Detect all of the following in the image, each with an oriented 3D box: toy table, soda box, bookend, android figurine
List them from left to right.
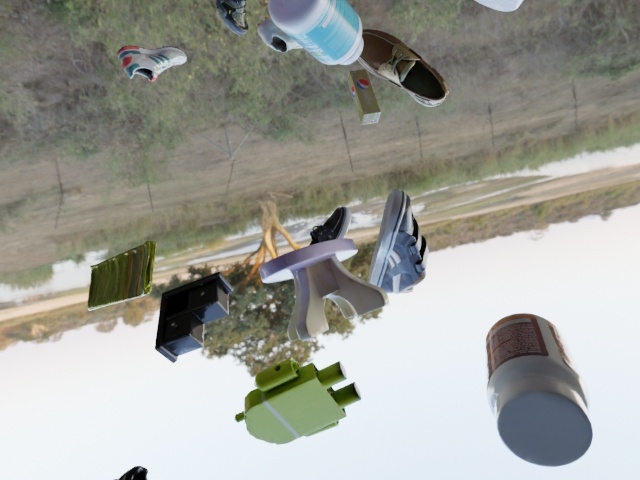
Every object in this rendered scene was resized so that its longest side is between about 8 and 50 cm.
[{"bbox_3d":[-0.285,0.175,0.971,0.156,0.157,0.072,-20,135,8],"label":"bookend"},{"bbox_3d":[-0.054,0.360,0.928,0.272,0.248,0.056,-27,-147,8],"label":"android figurine"},{"bbox_3d":[0.003,0.103,0.889,0.274,0.161,0.252,-13,167,-48],"label":"toy table"},{"bbox_3d":[0.146,-0.482,1.418,0.061,0.181,0.058,-11,160,-8],"label":"soda box"}]

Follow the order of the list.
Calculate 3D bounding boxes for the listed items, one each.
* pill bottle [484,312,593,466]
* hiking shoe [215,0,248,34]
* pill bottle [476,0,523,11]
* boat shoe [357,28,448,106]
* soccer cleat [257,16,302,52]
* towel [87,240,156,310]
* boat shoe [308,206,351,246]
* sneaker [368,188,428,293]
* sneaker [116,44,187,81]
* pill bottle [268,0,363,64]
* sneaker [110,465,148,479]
[{"bbox_3d":[0.541,0.360,1.078,0.224,0.224,0.392,-14,-172,23],"label":"pill bottle"},{"bbox_3d":[-0.234,-0.693,1.177,0.114,0.227,0.086,5,-134,23],"label":"hiking shoe"},{"bbox_3d":[0.398,-0.625,0.744,0.363,0.210,0.210,-56,161,16],"label":"pill bottle"},{"bbox_3d":[0.242,-0.509,1.232,0.323,0.123,0.120,29,-161,-6],"label":"boat shoe"},{"bbox_3d":[-0.092,-0.544,1.151,0.068,0.076,0.196,-25,173,40],"label":"soccer cleat"},{"bbox_3d":[-0.399,0.073,0.831,0.237,0.102,0.021,-16,156,36],"label":"towel"},{"bbox_3d":[0.000,0.000,1.134,0.076,0.229,0.080,31,180,-29],"label":"boat shoe"},{"bbox_3d":[0.191,0.012,0.974,0.127,0.126,0.321,10,143,5],"label":"sneaker"},{"bbox_3d":[-0.387,-0.410,0.995,0.161,0.075,0.057,-18,179,-41],"label":"sneaker"},{"bbox_3d":[0.006,-0.521,1.013,0.146,0.146,0.264,-14,168,30],"label":"pill bottle"},{"bbox_3d":[-0.418,0.655,0.987,0.135,0.276,0.098,-43,142,-4],"label":"sneaker"}]
